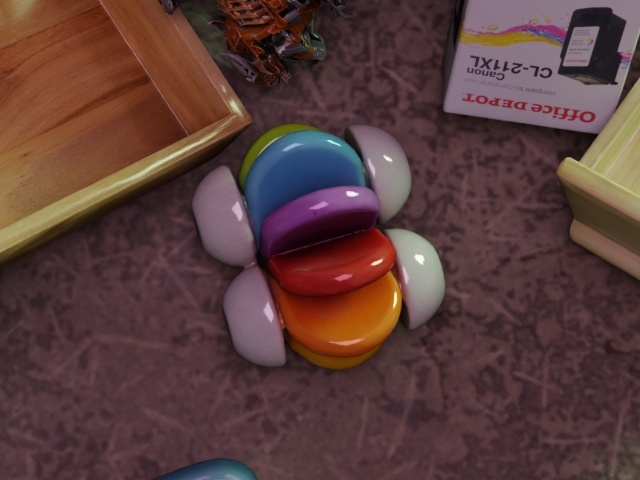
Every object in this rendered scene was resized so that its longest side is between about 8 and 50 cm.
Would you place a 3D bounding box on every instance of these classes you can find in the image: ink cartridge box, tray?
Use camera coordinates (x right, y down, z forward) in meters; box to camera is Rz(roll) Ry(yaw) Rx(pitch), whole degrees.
[{"bbox_3d":[0.164,-0.169,1.416,0.127,0.175,0.072,8,41,-3],"label":"ink cartridge box"},{"bbox_3d":[-0.256,-0.075,1.326,0.411,0.076,0.203,-30,85,-40],"label":"tray"}]

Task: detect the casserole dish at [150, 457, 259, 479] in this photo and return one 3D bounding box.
[{"bbox_3d":[-0.110,0.227,1.414,0.188,0.037,0.114,-21,84,-6],"label":"casserole dish"}]

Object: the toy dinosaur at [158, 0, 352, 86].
[{"bbox_3d":[-0.019,-0.239,1.345,0.218,0.322,0.164,-17,67,-5],"label":"toy dinosaur"}]

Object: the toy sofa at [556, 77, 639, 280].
[{"bbox_3d":[0.338,-0.118,1.456,0.150,0.177,0.362,32,81,24],"label":"toy sofa"}]

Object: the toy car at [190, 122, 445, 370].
[{"bbox_3d":[0.000,0.000,1.402,0.159,0.136,0.182,-16,84,-6],"label":"toy car"}]
